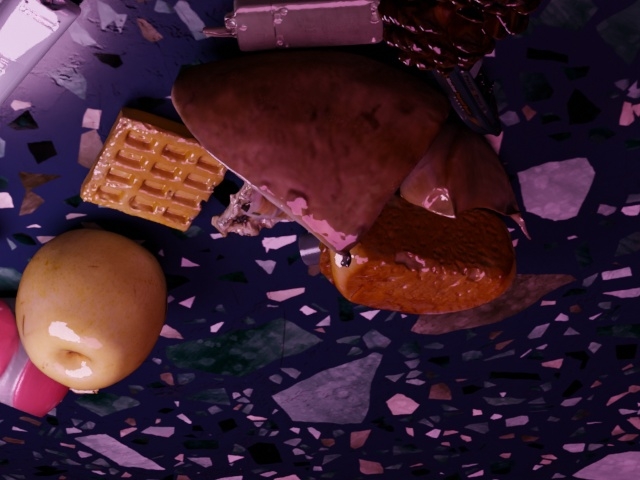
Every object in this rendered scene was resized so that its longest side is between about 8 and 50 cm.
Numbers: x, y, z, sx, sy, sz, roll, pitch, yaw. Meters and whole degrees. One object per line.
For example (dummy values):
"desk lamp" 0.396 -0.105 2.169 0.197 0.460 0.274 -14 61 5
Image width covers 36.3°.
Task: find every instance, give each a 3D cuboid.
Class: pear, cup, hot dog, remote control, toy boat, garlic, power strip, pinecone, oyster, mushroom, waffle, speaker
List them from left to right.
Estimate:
"speaker" -0.677 0.251 2.080 0.294 0.294 0.294 -1 140 -1
"remote control" -0.508 -0.306 1.585 0.103 0.051 0.293 29 130 -31
"pear" -0.455 0.135 1.937 0.309 0.309 0.309 -1 140 -1
"waffle" -0.302 -0.129 1.804 0.221 0.055 0.248 19 137 -23
"oyster" -0.057 -0.115 1.811 0.354 0.107 0.201 -26 156 10
"power strip" -0.044 -0.352 1.547 0.288 0.053 0.093 -3 141 1
"mushroom" -0.026 -0.207 1.573 0.397 0.224 0.314 36 100 -8
"cup" 0.000 0.000 1.967 0.077 0.078 0.100 -12 106 18
"hot dog" 0.167 0.034 1.893 0.405 0.185 0.223 9 147 -24
"pinecone" 0.187 -0.366 1.416 0.246 0.246 0.292 11 153 -15
"garlic" 0.259 -0.097 1.767 0.151 0.196 0.338 -31 157 27
"toy boat" 0.256 -0.258 1.641 0.103 0.093 0.246 -15 138 27
